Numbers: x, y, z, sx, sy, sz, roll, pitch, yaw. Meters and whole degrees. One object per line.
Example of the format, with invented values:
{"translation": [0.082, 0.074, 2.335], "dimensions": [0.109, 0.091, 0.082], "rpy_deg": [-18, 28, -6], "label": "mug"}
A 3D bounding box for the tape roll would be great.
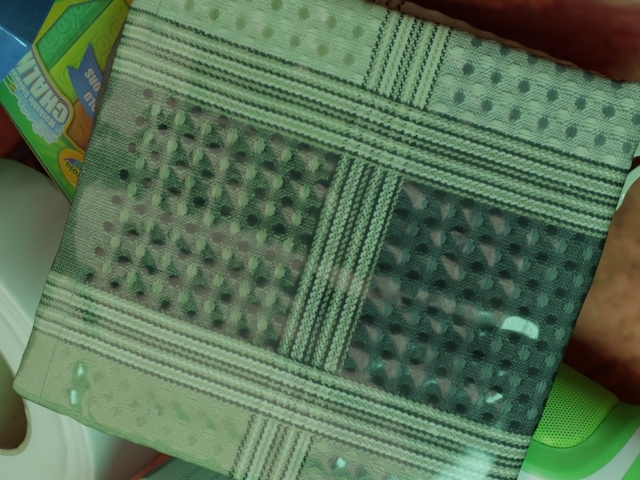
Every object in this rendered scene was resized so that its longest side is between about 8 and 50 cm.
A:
{"translation": [-0.241, 0.081, 1.151], "dimensions": [0.286, 0.100, 0.286], "rpy_deg": [26, 134, 30], "label": "tape roll"}

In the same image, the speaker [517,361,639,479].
{"translation": [0.089, 0.105, 0.980], "dimensions": [0.296, 0.131, 0.131], "rpy_deg": [32, 121, 19], "label": "speaker"}

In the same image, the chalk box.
{"translation": [-0.134, -0.111, 1.039], "dimensions": [0.213, 0.132, 0.132], "rpy_deg": [-40, 85, 35], "label": "chalk box"}

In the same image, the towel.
{"translation": [0.000, 0.000, 0.898], "dimensions": [0.324, 0.056, 0.312], "rpy_deg": [19, 97, 5], "label": "towel"}

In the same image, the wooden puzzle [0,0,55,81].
{"translation": [-0.234, -0.166, 1.000], "dimensions": [0.080, 0.322, 0.348], "rpy_deg": [33, 129, -17], "label": "wooden puzzle"}

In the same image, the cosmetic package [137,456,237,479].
{"translation": [-0.005, 0.232, 1.026], "dimensions": [0.224, 0.224, 0.138], "rpy_deg": [40, 123, 14], "label": "cosmetic package"}

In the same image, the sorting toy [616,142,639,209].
{"translation": [0.170, -0.056, 0.926], "dimensions": [0.075, 0.045, 0.083], "rpy_deg": [41, 124, 5], "label": "sorting toy"}
